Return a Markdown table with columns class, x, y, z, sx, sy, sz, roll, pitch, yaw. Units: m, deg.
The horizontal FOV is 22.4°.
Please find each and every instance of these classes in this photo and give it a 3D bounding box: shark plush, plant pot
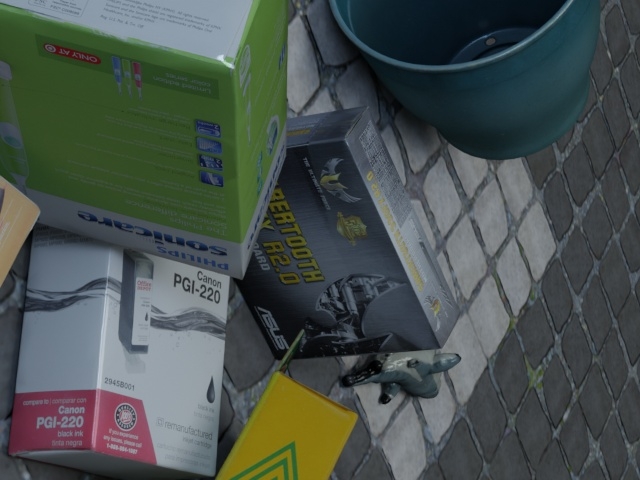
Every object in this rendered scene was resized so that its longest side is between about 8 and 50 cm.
| class | x | y | z | sx | sy | sz | roll | pitch | yaw |
| --- | --- | --- | --- | --- | --- | --- | --- | --- | --- |
| shark plush | 0.084 | 0.143 | 1.669 | 0.161 | 0.073 | 0.067 | -13 | 126 | -61 |
| plant pot | 0.174 | -0.225 | 1.695 | 0.255 | 0.271 | 0.272 | 56 | 41 | -57 |

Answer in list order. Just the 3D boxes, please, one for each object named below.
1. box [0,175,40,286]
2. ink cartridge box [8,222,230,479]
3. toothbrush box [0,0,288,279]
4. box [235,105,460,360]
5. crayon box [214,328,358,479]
| class | x | y | z | sx | sy | sz | roll | pitch | yaw |
| --- | --- | --- | --- | --- | --- | --- | --- | --- | --- |
| box | -0.294 | -0.013 | 1.072 | 0.170 | 0.091 | 0.130 | 43 | 63 | -45 |
| ink cartridge box | -0.154 | 0.073 | 1.288 | 0.158 | 0.092 | 0.218 | 24 | 63 | -53 |
| toothbrush box | -0.135 | -0.109 | 1.103 | 0.283 | 0.206 | 0.122 | 92 | 14 | -61 |
| box | 0.000 | 0.000 | 1.447 | 0.056 | 0.183 | 0.231 | -56 | 130 | -44 |
| crayon box | -0.070 | 0.247 | 1.291 | 0.081 | 0.202 | 0.318 | 28 | 50 | 2 |
